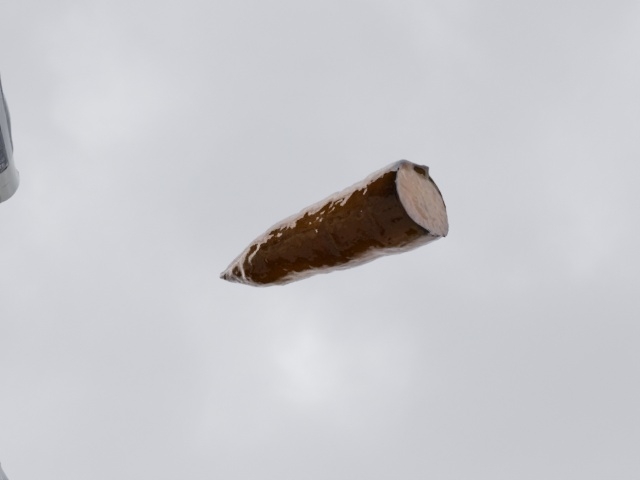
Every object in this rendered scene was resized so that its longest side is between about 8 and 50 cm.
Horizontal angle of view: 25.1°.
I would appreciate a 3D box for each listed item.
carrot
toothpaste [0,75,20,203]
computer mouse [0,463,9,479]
[{"bbox_3d":[0.000,0.000,1.164,0.205,0.072,0.072,-22,-73,26],"label":"carrot"},{"bbox_3d":[-0.262,-0.100,1.081,0.071,0.045,0.193,-6,-35,-2],"label":"toothpaste"},{"bbox_3d":[-0.288,0.233,1.165,0.096,0.137,0.233,-34,-99,-9],"label":"computer mouse"}]
